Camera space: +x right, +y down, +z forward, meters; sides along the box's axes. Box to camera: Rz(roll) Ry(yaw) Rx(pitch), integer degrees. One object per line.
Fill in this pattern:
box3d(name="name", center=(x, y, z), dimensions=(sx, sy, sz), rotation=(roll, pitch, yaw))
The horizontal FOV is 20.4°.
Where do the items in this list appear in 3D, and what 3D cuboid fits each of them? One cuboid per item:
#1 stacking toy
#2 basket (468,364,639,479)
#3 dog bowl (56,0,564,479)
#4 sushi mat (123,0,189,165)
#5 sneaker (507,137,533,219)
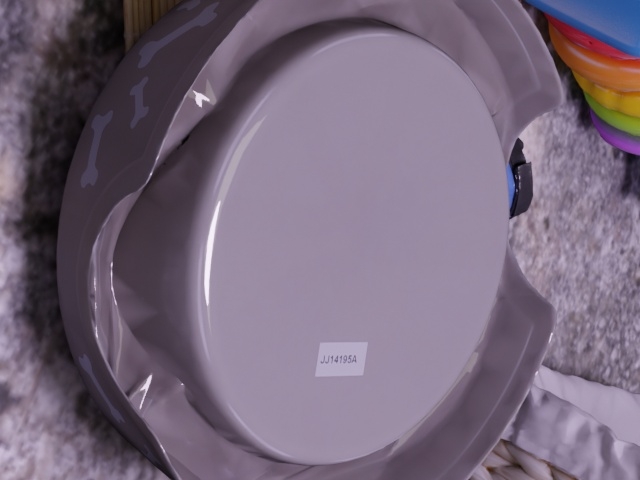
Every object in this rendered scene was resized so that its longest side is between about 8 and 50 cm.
box3d(name="stacking toy", center=(0.252, -0.125, 1.314), dimensions=(0.175, 0.166, 0.302), rotation=(-40, 141, -17))
box3d(name="basket", center=(0.220, 0.260, 1.210), dimensions=(0.328, 0.331, 0.266), rotation=(18, 98, -50))
box3d(name="dog bowl", center=(0.000, 0.000, 1.020), dimensions=(0.348, 0.102, 0.349), rotation=(-13, 109, -41))
box3d(name="sushi mat", center=(-0.060, -0.131, 1.022), dimensions=(0.151, 0.019, 0.317), rotation=(-17, 112, -46))
box3d(name="sneaker", center=(0.110, -0.009, 1.226), dimensions=(0.084, 0.058, 0.152), rotation=(-5, 97, -41))
